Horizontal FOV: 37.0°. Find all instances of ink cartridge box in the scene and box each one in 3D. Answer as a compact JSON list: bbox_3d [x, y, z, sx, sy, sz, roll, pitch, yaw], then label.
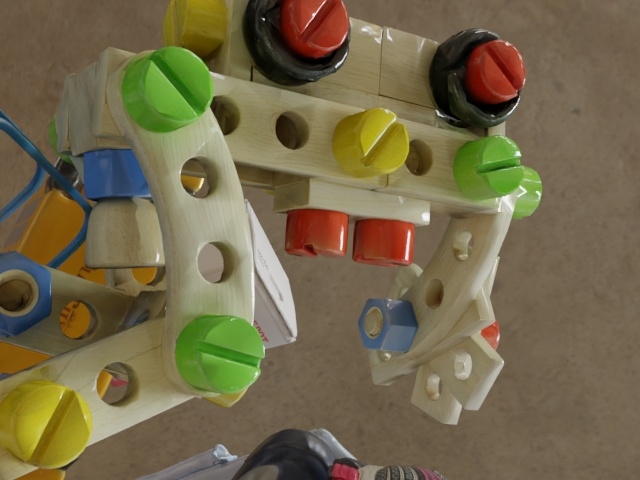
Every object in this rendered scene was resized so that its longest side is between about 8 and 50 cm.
[{"bbox_3d":[-0.151,0.059,1.012,0.218,0.158,0.092,-13,51,9],"label":"ink cartridge box"}]

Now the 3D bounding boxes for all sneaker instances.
[{"bbox_3d":[-0.084,0.325,0.886,0.112,0.131,0.319,30,103,5],"label":"sneaker"},{"bbox_3d":[0.093,0.276,0.882,0.112,0.299,0.121,-1,70,18],"label":"sneaker"}]

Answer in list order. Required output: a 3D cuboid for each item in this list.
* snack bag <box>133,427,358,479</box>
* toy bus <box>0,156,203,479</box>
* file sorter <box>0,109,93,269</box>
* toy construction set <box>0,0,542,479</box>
[{"bbox_3d":[-0.017,0.339,1.121,0.323,0.342,0.037,43,40,-22],"label":"snack bag"},{"bbox_3d":[-0.210,0.068,0.732,0.108,0.130,0.333,29,73,-20],"label":"toy bus"},{"bbox_3d":[-0.196,-0.043,0.408,0.104,0.118,0.170,-43,67,-7],"label":"file sorter"},{"bbox_3d":[0.000,0.000,0.453,0.327,0.151,0.215,12,79,-45],"label":"toy construction set"}]
